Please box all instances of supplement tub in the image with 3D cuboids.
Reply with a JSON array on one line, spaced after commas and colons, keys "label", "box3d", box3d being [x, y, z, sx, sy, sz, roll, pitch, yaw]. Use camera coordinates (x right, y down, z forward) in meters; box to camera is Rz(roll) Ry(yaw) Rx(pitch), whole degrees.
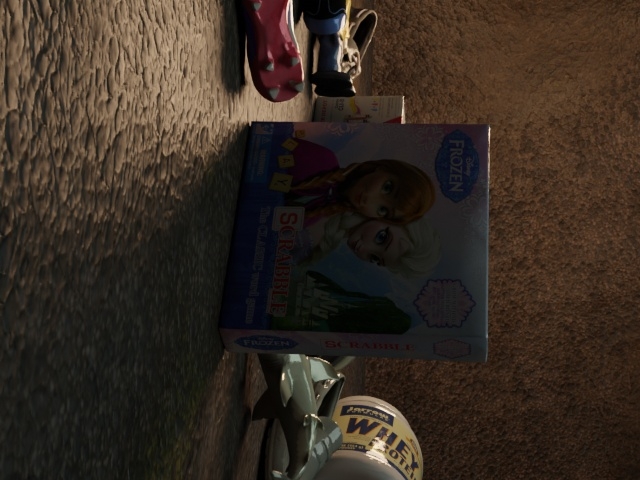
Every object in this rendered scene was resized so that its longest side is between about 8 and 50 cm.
[{"label": "supplement tub", "box3d": [0.059, 0.419, 1.929, 0.325, 0.235, 0.236, -64, 155, -75]}]

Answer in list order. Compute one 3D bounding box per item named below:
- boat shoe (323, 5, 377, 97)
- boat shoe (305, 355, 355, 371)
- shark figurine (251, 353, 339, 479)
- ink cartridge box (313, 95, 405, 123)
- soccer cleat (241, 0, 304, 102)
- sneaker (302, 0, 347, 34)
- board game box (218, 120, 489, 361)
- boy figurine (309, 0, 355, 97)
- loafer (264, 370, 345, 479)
[{"label": "boat shoe", "box3d": [0.060, -0.405, 2.328, 0.335, 0.095, 0.112, -80, 169, -52]}, {"label": "boat shoe", "box3d": [0.050, 0.071, 1.922, 0.355, 0.130, 0.132, -56, -150, -12]}, {"label": "shark figurine", "box3d": [-0.058, 0.245, 1.504, 0.166, 0.116, 0.278, 29, 48, -44]}, {"label": "ink cartridge box", "box3d": [0.076, -0.195, 2.181, 0.127, 0.176, 0.128, 81, 12, -48]}, {"label": "soccer cleat", "box3d": [-0.069, -0.295, 1.404, 0.095, 0.083, 0.248, -138, -143, -59]}, {"label": "sneaker", "box3d": [0.004, -0.452, 1.944, 0.232, 0.081, 0.090, -91, 175, -46]}, {"label": "board game box", "box3d": [0.052, -0.007, 1.400, 0.066, 0.317, 0.319, 81, 12, -57]}, {"label": "boy figurine", "box3d": [0.034, -0.418, 2.140, 0.177, 0.092, 0.285, 63, 32, -71]}, {"label": "loafer", "box3d": [-0.022, 0.306, 1.730, 0.319, 0.111, 0.112, -80, 169, -51]}]
